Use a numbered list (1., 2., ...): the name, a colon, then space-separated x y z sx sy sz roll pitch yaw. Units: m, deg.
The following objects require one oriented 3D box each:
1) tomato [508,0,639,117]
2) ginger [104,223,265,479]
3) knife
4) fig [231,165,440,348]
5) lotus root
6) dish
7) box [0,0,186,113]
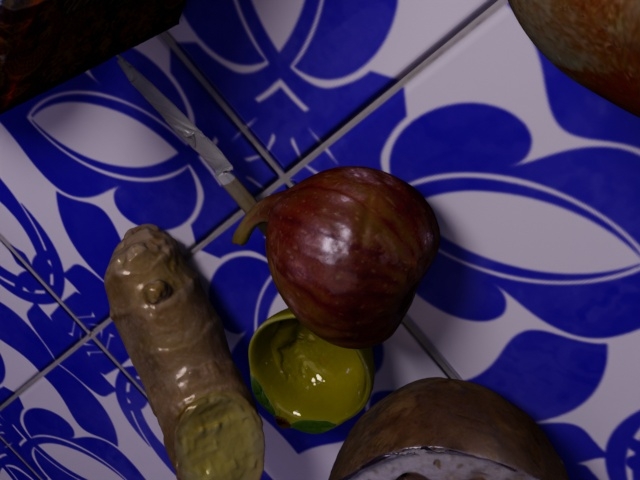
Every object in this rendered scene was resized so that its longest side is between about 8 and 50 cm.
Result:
1. tomato: 0.239 -0.181 0.392 0.270 0.222 0.270 -5 82 43
2. ginger: -0.166 0.149 0.902 0.190 0.126 0.354 121 128 -69
3. knife: -0.106 -0.078 0.765 0.298 0.017 0.047 50 159 -27
4. fig: 0.005 -0.003 0.714 0.207 0.175 0.175 37 133 18
5. lotus root: 0.136 0.253 0.789 0.272 0.192 0.272 7 120 13
6. dish: -0.002 0.134 0.859 0.149 0.080 0.208 32 130 6
7. box: -0.157 -0.308 0.530 0.116 0.264 0.415 37 133 2
